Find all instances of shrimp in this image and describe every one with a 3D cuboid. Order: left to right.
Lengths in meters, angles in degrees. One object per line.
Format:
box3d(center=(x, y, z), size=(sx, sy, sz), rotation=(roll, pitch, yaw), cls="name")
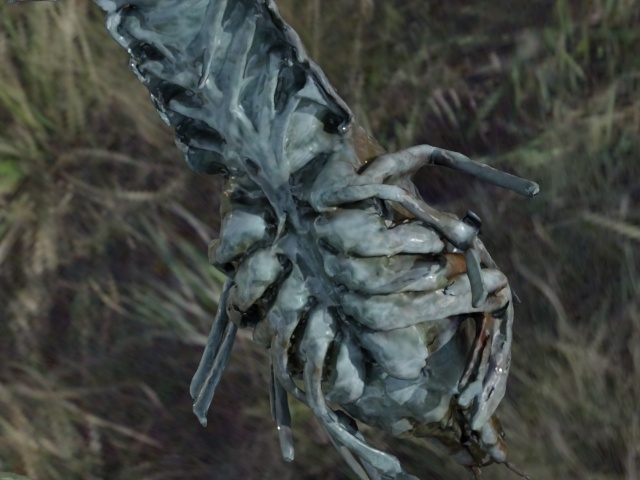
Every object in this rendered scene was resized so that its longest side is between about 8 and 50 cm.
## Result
box3d(center=(0.002, 0.000, 0.770), size=(0.221, 0.166, 0.410), rotation=(-22, 109, 22), cls="shrimp")

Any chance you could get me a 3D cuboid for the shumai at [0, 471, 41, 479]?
box3d(center=(-0.101, 0.208, 0.562), size=(0.272, 0.204, 0.222), rotation=(20, 87, -8), cls="shumai")
